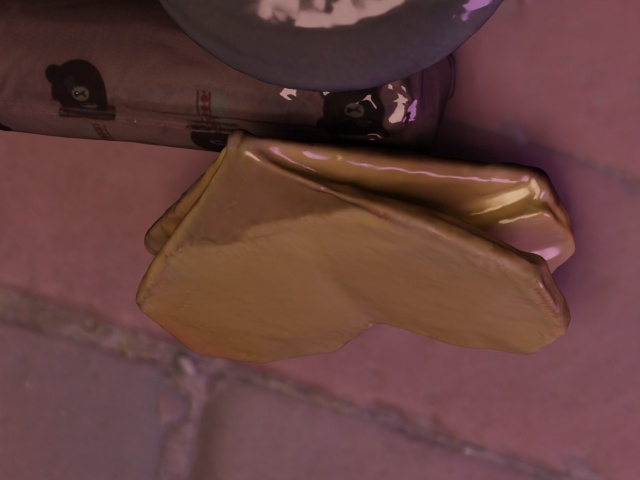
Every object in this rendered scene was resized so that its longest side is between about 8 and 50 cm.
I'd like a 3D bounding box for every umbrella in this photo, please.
[{"bbox_3d":[-0.106,-0.081,0.784,0.337,0.073,0.067,7,126,18],"label":"umbrella"}]

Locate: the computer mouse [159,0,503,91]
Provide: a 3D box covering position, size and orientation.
[{"bbox_3d":[0.020,-0.244,0.631,0.188,0.122,0.371,12,111,12],"label":"computer mouse"}]

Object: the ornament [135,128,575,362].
[{"bbox_3d":[0.000,0.000,0.746,0.201,0.059,0.180,-7,151,24],"label":"ornament"}]
